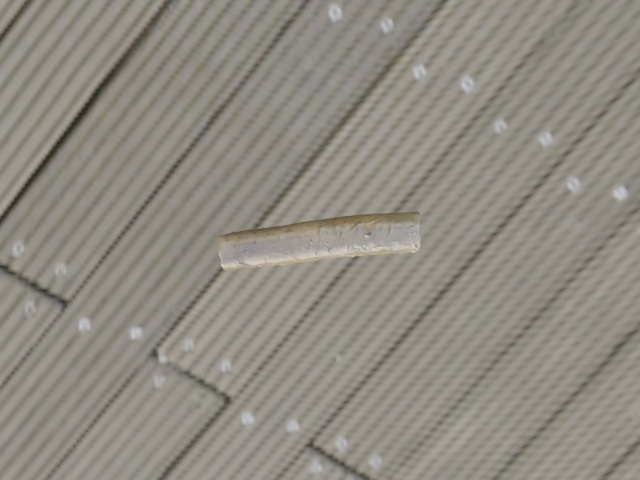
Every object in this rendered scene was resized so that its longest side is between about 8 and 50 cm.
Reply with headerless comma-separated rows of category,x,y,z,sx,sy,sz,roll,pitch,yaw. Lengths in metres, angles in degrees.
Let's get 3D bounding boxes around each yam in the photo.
yam,0.000,0.000,1.138,0.145,0.032,0.032,-7,120,4
